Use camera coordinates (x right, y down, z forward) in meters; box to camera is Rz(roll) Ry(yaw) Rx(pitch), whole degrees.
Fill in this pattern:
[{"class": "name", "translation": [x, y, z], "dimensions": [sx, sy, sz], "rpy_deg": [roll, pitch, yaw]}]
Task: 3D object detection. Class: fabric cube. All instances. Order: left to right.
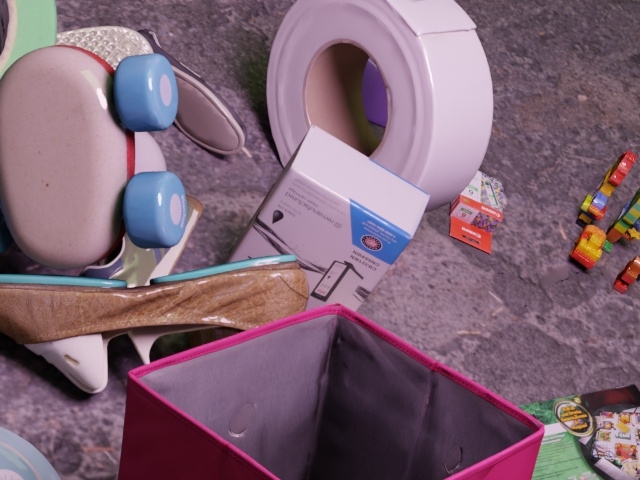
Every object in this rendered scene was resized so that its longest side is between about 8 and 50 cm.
[{"class": "fabric cube", "translation": [-0.003, 0.243, 1.344], "dimensions": [0.259, 0.258, 0.254], "rpy_deg": [29, 30, 37]}]

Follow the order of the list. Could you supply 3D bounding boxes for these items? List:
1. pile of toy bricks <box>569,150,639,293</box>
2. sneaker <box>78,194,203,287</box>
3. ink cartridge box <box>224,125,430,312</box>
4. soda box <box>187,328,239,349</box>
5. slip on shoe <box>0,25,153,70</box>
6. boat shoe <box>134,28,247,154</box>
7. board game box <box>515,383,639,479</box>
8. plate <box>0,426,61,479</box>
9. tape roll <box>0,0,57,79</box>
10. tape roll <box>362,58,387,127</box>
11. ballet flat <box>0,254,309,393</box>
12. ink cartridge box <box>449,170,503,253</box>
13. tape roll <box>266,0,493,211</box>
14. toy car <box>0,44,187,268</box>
[{"class": "pile of toy bricks", "translation": [0.408, -0.035, 2.088], "dimensions": [0.118, 0.105, 0.212], "rpy_deg": [34, 40, 0]}, {"class": "sneaker", "translation": [-0.191, 0.001, 1.671], "dimensions": [0.086, 0.064, 0.192], "rpy_deg": [33, 42, -9]}, {"class": "ink cartridge box", "translation": [0.000, 0.000, 1.698], "dimensions": [0.148, 0.203, 0.086], "rpy_deg": [30, 42, -5]}, {"class": "soda box", "translation": [-0.044, 0.112, 1.667], "dimensions": [0.181, 0.058, 0.061], "rpy_deg": [10, 45, -25]}, {"class": "slip on shoe", "translation": [-0.347, -0.173, 1.725], "dimensions": [0.331, 0.101, 0.123], "rpy_deg": [-5, 78, -23]}, {"class": "boat shoe", "translation": [-0.156, -0.182, 1.875], "dimensions": [0.206, 0.075, 0.065], "rpy_deg": [39, 42, 13]}, {"class": "board game box", "translation": [0.298, 0.238, 1.800], "dimensions": [0.259, 0.030, 0.136], "rpy_deg": [-4, 55, -37]}, {"class": "plate", "translation": [-0.304, 0.229, 1.399], "dimensions": [0.188, 0.024, 0.188], "rpy_deg": [18, 42, -17]}, {"class": "tape roll", "translation": [-0.432, -0.218, 1.614], "dimensions": [0.321, 0.077, 0.321], "rpy_deg": [5, 71, -16]}, {"class": "tape roll", "translation": [0.094, -0.239, 2.098], "dimensions": [0.189, 0.080, 0.189], "rpy_deg": [19, 41, -18]}, {"class": "ballet flat", "translation": [-0.178, 0.084, 1.546], "dimensions": [0.342, 0.116, 0.124], "rpy_deg": [-3, 88, -11]}, {"class": "ink cartridge box", "translation": [0.197, -0.041, 2.009], "dimensions": [0.063, 0.029, 0.115], "rpy_deg": [24, 40, -13]}, {"class": "tape roll", "translation": [0.064, -0.164, 1.842], "dimensions": [0.100, 0.286, 0.286], "rpy_deg": [-11, 57, -41]}, {"class": "toy car", "translation": [-0.221, -0.086, 1.573], "dimensions": [0.219, 0.210, 0.238], "rpy_deg": [-3, 5, 15]}]
